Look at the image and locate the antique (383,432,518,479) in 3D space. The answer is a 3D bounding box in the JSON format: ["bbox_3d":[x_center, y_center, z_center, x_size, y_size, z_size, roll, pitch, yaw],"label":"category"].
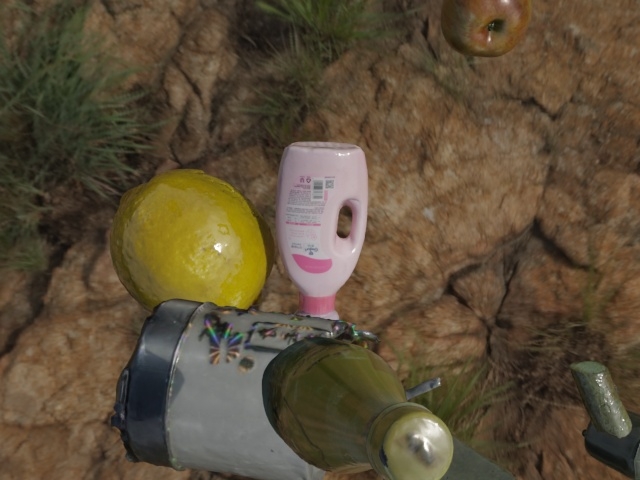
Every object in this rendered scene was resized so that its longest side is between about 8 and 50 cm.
[{"bbox_3d":[0.220,0.402,1.375,0.125,0.150,0.284,-40,54,-23],"label":"antique"}]

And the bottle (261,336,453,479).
[{"bbox_3d":[0.018,0.107,0.533,0.083,0.269,0.083,0,88,-13],"label":"bottle"}]

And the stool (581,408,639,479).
[{"bbox_3d":[0.450,0.295,1.269,0.110,0.096,0.096,20,89,44],"label":"stool"}]

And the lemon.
[{"bbox_3d":[-0.232,0.014,1.564,0.297,0.297,0.297,-1,85,11],"label":"lemon"}]

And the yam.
[{"bbox_3d":[0.324,0.182,0.998,0.043,0.043,0.094,-22,95,8],"label":"yam"}]

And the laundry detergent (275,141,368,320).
[{"bbox_3d":[0.000,0.000,1.498,0.159,0.088,0.335,1,106,-3],"label":"laundry detergent"}]

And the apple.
[{"bbox_3d":[0.226,-0.308,1.167,0.126,0.126,0.102,-26,38,8],"label":"apple"}]

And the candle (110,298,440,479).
[{"bbox_3d":[-0.040,0.164,0.912,0.330,0.187,0.188,6,86,12],"label":"candle"}]
